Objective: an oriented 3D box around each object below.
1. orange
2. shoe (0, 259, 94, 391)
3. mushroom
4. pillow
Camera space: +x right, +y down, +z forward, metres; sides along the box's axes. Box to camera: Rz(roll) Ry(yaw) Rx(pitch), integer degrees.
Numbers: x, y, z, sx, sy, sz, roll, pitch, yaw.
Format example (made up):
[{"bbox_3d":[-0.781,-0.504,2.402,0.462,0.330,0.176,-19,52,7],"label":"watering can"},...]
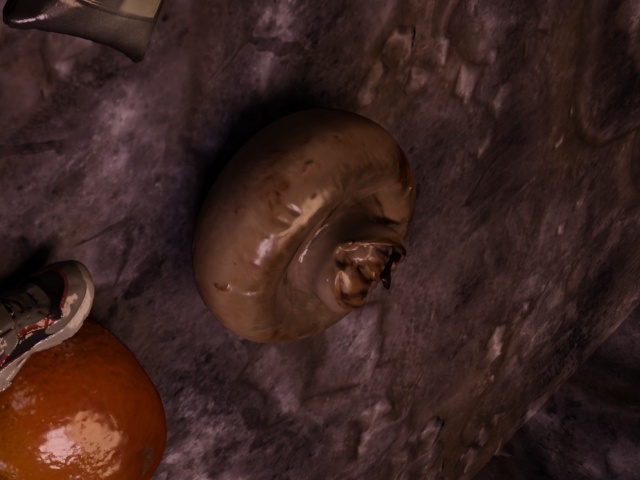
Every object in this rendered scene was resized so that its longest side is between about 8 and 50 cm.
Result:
[{"bbox_3d":[-0.341,0.262,1.438,0.274,0.274,0.310,-28,169,-33],"label":"orange"},{"bbox_3d":[-0.385,0.095,1.237,0.227,0.099,0.125,-44,151,-4],"label":"shoe"},{"bbox_3d":[0.000,0.000,1.446,0.362,0.294,0.362,-35,147,-28],"label":"mushroom"},{"bbox_3d":[-0.205,-0.313,1.041,0.186,0.106,0.250,7,112,-55],"label":"pillow"}]
